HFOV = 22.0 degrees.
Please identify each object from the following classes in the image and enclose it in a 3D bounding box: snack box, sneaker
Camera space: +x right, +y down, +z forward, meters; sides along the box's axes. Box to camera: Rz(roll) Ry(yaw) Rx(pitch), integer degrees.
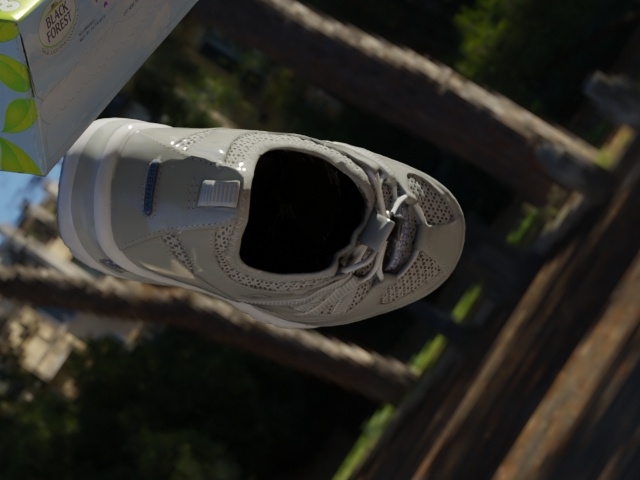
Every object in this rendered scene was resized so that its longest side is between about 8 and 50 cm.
[{"bbox_3d":[-0.170,-0.105,0.668,0.174,0.207,0.070,-61,-27,-52],"label":"snack box"},{"bbox_3d":[0.000,0.000,0.843,0.281,0.115,0.105,3,-86,-52],"label":"sneaker"}]
